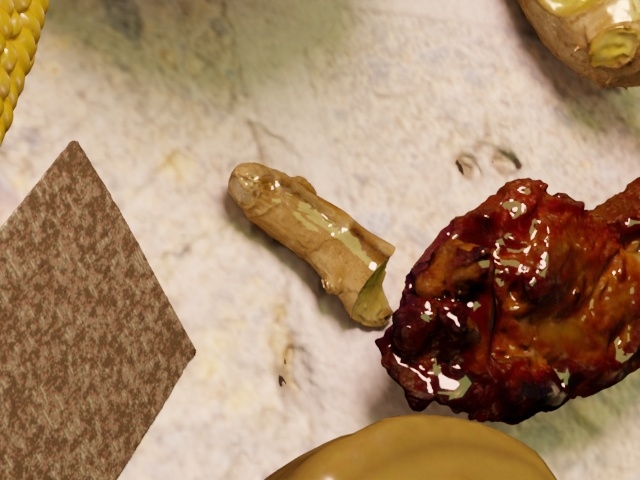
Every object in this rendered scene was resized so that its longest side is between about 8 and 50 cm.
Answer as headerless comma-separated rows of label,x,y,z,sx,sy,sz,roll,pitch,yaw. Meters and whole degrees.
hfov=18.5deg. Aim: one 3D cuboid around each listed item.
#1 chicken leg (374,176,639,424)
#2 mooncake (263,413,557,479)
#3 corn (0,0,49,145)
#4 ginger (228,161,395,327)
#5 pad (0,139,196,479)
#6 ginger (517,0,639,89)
chicken leg,0.175,0.003,1.255,0.407,0.096,0.158,-35,121,-38
mooncake,0.062,0.199,1.063,0.235,0.117,0.235,16,58,-29
corn,-0.214,-0.077,0.977,0.130,0.130,0.347,32,48,-22
ginger,0.002,-0.003,1.172,0.137,0.044,0.057,42,65,-12
pad,-0.145,0.077,0.986,0.235,0.003,0.158,-58,134,-41
ginger,0.194,-0.179,1.382,0.216,0.102,0.157,59,19,9
